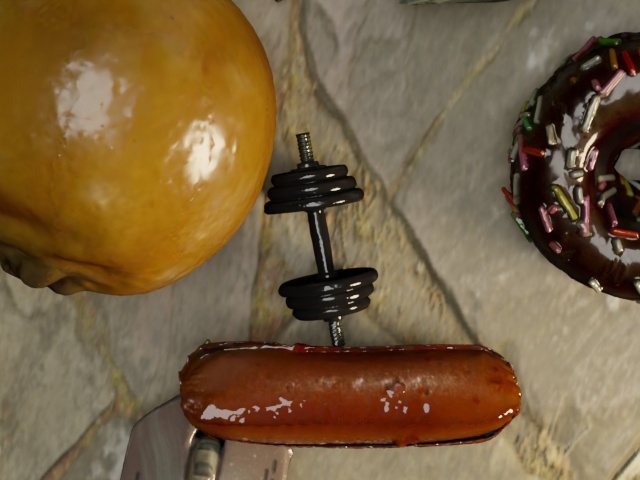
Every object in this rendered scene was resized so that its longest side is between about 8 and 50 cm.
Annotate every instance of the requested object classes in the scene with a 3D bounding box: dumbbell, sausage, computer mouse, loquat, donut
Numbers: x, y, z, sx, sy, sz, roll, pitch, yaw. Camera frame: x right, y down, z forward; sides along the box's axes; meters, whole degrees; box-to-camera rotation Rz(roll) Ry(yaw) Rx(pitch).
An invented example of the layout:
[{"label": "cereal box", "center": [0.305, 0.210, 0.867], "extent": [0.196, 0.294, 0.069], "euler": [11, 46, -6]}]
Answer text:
[{"label": "dumbbell", "center": [0.000, 0.000, 1.427], "extent": [0.099, 0.099, 0.208], "euler": [-10, 95, 3]}, {"label": "sausage", "center": [0.028, 0.151, 1.413], "extent": [0.330, 0.102, 0.102], "euler": [2, 94, -11]}, {"label": "computer mouse", "center": [-0.119, 0.293, 1.445], "extent": [0.199, 0.115, 0.389], "euler": [6, 95, -1]}, {"label": "loquat", "center": [-0.196, -0.111, 1.318], "extent": [0.328, 0.328, 0.328], "euler": [0, 94, 2]}, {"label": "donut", "center": [0.306, -0.066, 1.394], "extent": [0.270, 0.103, 0.269], "euler": [2, 103, 8]}]

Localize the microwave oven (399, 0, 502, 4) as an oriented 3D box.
[{"label": "microwave oven", "center": [0.151, -0.327, 1.360], "extent": [0.122, 0.162, 0.208], "euler": [-7, 94, -29]}]

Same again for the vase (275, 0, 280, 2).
[{"label": "vase", "center": [-0.057, -0.281, 1.435], "extent": [0.053, 0.053, 0.100], "euler": [-39, 95, 4]}]
